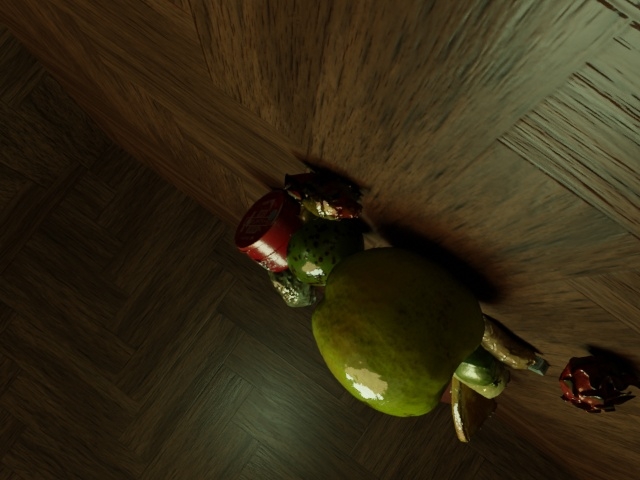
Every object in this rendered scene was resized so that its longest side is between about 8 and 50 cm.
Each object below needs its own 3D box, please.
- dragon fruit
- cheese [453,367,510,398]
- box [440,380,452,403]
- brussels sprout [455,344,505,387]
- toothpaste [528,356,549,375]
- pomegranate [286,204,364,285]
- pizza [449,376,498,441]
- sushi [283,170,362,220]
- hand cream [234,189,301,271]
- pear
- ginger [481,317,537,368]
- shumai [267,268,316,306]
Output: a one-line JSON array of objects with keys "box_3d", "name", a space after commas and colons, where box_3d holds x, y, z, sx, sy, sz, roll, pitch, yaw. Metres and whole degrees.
[{"box_3d": [0.543, 0.285, 1.059, 0.121, 0.130, 0.142, 45, 130, -7], "name": "dragon fruit"}, {"box_3d": [0.504, 0.416, 1.706, 0.167, 0.123, 0.094, 35, -166, -6], "name": "cheese"}, {"box_3d": [0.435, 0.461, 1.985, 0.263, 0.108, 0.404, -4, 128, 47], "name": "box"}, {"box_3d": [0.466, 0.361, 1.587, 0.145, 0.131, 0.183, 11, 172, 28], "name": "brussels sprout"}, {"box_3d": [0.540, 0.315, 1.464, 0.046, 0.034, 0.164, 43, 168, -35], "name": "toothpaste"}, {"box_3d": [0.000, 0.000, 1.405, 0.263, 0.211, 0.211, 62, 168, -2], "name": "pomegranate"}, {"box_3d": [0.515, 0.505, 1.829, 0.223, 0.323, 0.089, 2, 177, -40], "name": "pizza"}, {"box_3d": [0.014, -0.094, 1.178, 0.226, 0.103, 0.097, 31, 142, 43], "name": "sushi"}, {"box_3d": [-0.136, -0.028, 1.628, 0.149, 0.230, 0.230, 38, 171, -31], "name": "hand cream"}, {"box_3d": [0.166, 0.189, 1.230, 0.391, 0.391, 0.391, 35, 170, 7], "name": "pear"}, {"box_3d": [0.468, 0.267, 1.386, 0.190, 0.069, 0.095, 36, 146, 6], "name": "ginger"}, {"box_3d": [-0.055, 0.115, 1.927, 0.225, 0.222, 0.260, -87, -26, -68], "name": "shumai"}]
